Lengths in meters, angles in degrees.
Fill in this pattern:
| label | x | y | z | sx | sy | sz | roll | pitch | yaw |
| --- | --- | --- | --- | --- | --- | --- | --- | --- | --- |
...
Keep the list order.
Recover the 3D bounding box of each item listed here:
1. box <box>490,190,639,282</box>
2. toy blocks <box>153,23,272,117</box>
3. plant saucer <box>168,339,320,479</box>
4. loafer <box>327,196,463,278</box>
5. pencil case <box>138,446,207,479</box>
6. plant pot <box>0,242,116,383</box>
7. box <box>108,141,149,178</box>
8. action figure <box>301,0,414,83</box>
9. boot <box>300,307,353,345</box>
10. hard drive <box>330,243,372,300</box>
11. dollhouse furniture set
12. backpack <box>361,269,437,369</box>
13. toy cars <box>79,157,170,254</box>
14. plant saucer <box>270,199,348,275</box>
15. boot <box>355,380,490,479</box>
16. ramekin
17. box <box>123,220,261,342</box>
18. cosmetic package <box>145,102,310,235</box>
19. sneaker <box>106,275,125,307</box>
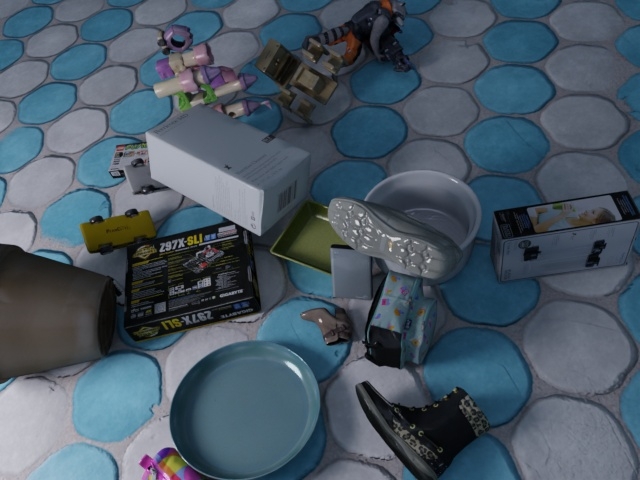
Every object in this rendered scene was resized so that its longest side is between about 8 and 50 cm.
| label | x | y | z | sx | sy | sz | roll | pitch | yaw |
| --- | --- | --- | --- | --- | --- | --- | --- | --- | --- |
| box | 0.535 | -0.004 | 1.334 | 0.290 | 0.169 | 0.087 | -9 | 50 | 7 |
| toy blocks | -0.315 | -0.473 | 1.790 | 0.260 | 0.288 | 0.308 | -16 | 50 | 7 |
| plant saucer | -0.156 | 0.355 | 1.264 | 0.318 | 0.043 | 0.317 | -4 | 46 | 4 |
| loafer | 0.155 | -0.013 | 1.298 | 0.320 | 0.112 | 0.112 | 31 | 29 | 30 |
| pencil case | -0.249 | 0.501 | 1.158 | 0.236 | 0.104 | 0.104 | 29 | 64 | 28 |
| plant pot | -0.634 | 0.170 | 1.386 | 0.281 | 0.323 | 0.323 | 2 | 52 | -7 |
| box | -0.527 | -0.249 | 1.820 | 0.207 | 0.036 | 0.114 | -4 | 53 | 9 |
| action figure | 0.146 | -0.641 | 1.894 | 0.330 | 0.178 | 0.341 | -36 | 51 | -3 |
| boot | 0.014 | 0.198 | 1.368 | 0.119 | 0.042 | 0.086 | -9 | 54 | 6 |
| hard drive | 0.073 | 0.075 | 1.392 | 0.094 | 0.135 | 0.022 | 4 | 29 | 15 |
| dollhouse furniture set | -0.053 | -0.493 | 1.828 | 0.242 | 0.161 | 0.212 | 35 | 98 | 19 |
| backpack | 0.174 | 0.164 | 1.281 | 0.145 | 0.165 | 0.188 | 5 | 58 | 14 |
| toy cars | -0.507 | -0.098 | 1.663 | 0.177 | 0.087 | 0.393 | 35 | 58 | -14 |
| plant saucer | 0.000 | 0.000 | 1.517 | 0.189 | 0.045 | 0.188 | 20 | 60 | 24 |
| boot | 0.199 | 0.341 | 1.196 | 0.179 | 0.085 | 0.236 | -33 | 60 | -16 |
| ramekin | 0.238 | -0.025 | 1.430 | 0.278 | 0.135 | 0.277 | -5 | 52 | 7 |
| box | -0.321 | 0.094 | 1.494 | 0.322 | 0.079 | 0.257 | -14 | 50 | 1 |
| cosmetic package | -0.241 | -0.195 | 1.571 | 0.385 | 0.156 | 0.217 | 27 | 46 | 20 |
| sneaker | -0.521 | 0.130 | 1.529 | 0.040 | 0.043 | 0.109 | -41 | 58 | -21 |
